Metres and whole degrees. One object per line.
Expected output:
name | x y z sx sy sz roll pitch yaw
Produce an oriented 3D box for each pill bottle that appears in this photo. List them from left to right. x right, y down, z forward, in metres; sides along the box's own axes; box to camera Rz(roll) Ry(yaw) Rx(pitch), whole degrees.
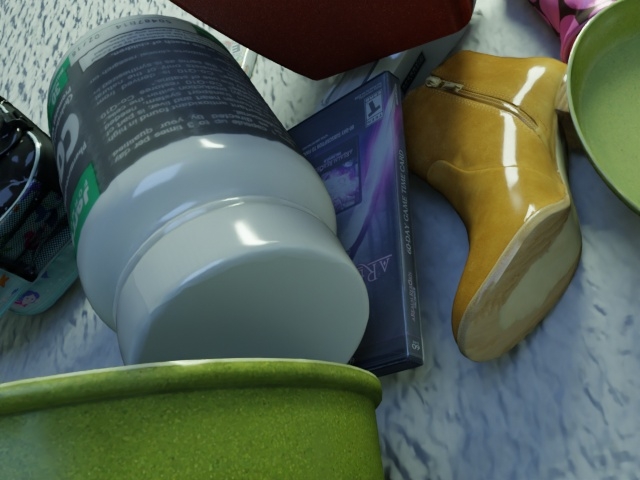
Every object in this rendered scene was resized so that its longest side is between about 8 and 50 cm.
pill bottle | -0.110 -0.035 0.588 0.204 0.204 0.361 -36 45 3

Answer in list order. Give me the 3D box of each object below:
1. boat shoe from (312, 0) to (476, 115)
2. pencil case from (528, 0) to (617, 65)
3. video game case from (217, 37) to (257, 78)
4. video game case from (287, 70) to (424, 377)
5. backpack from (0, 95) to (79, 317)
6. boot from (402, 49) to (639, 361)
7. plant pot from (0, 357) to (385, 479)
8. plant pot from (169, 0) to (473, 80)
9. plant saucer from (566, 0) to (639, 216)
boat shoe | 0.079 -0.211 0.731 0.084 0.095 0.258 27 74 31
pencil case | 0.239 -0.253 0.684 0.095 0.098 0.209 3 49 -24
video game case | -0.200 -0.168 0.886 0.227 0.026 0.206 -2 60 25
video game case | 0.000 0.000 0.630 0.196 0.026 0.274 -24 54 38
backpack | -0.382 -0.014 0.776 0.253 0.191 0.225 -49 52 -8
boot | 0.133 -0.049 0.613 0.211 0.104 0.295 22 67 40
plant pot | -0.107 0.290 0.383 0.367 0.366 0.352 -18 66 15
plant pot | 0.014 -0.306 0.625 0.267 0.236 0.267 -11 52 34
plant saucer | 0.299 -0.089 0.530 0.241 0.037 0.240 2 66 -5
